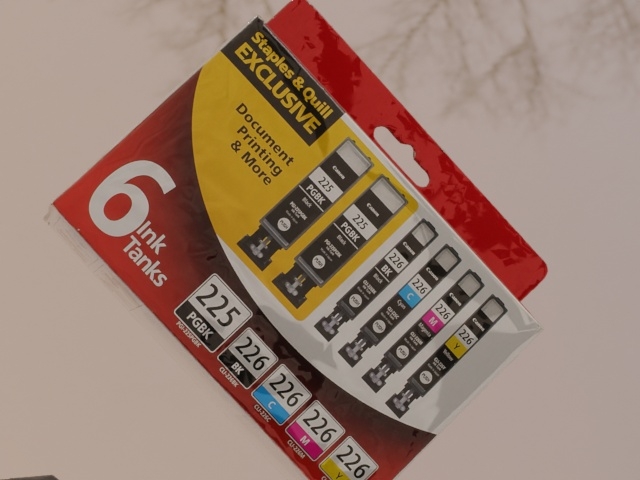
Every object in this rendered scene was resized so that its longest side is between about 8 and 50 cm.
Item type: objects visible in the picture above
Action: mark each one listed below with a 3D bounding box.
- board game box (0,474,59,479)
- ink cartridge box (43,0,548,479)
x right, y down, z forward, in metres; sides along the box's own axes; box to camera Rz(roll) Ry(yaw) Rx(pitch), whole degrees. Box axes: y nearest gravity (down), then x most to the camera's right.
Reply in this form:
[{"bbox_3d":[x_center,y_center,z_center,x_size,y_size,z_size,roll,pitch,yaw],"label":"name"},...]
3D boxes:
[{"bbox_3d":[-0.131,0.207,1.047,0.186,0.026,0.126,35,-174,19],"label":"board game box"},{"bbox_3d":[0.000,0.000,1.268,0.272,0.130,0.309,-44,-85,-12],"label":"ink cartridge box"}]
